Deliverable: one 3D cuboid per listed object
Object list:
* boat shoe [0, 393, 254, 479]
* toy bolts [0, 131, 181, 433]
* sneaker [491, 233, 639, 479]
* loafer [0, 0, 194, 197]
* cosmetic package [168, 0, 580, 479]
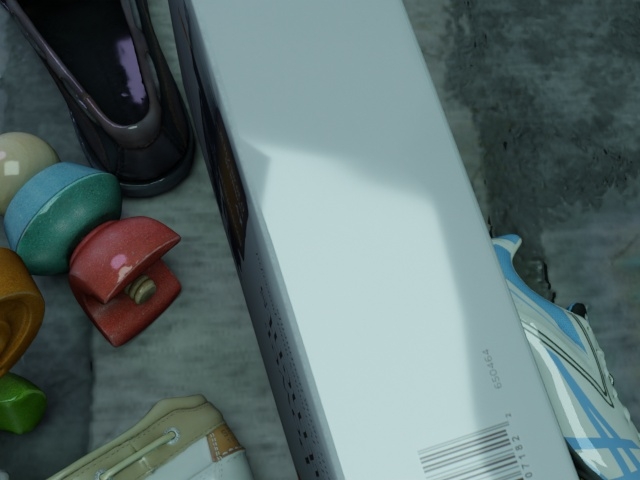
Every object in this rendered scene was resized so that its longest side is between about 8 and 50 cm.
[{"bbox_3d":[-0.184,0.190,0.502,0.302,0.113,0.103,-19,76,-20],"label":"boat shoe"},{"bbox_3d":[-0.212,0.014,0.509,0.158,0.218,0.228,40,57,13],"label":"toy bolts"},{"bbox_3d":[0.169,0.098,0.561,0.086,0.085,0.237,-35,81,-8],"label":"sneaker"},{"bbox_3d":[-0.176,-0.178,0.604,0.109,0.095,0.303,-27,78,-11],"label":"loafer"},{"bbox_3d":[0.000,0.000,0.472,0.097,0.284,0.378,-16,76,-7],"label":"cosmetic package"}]
